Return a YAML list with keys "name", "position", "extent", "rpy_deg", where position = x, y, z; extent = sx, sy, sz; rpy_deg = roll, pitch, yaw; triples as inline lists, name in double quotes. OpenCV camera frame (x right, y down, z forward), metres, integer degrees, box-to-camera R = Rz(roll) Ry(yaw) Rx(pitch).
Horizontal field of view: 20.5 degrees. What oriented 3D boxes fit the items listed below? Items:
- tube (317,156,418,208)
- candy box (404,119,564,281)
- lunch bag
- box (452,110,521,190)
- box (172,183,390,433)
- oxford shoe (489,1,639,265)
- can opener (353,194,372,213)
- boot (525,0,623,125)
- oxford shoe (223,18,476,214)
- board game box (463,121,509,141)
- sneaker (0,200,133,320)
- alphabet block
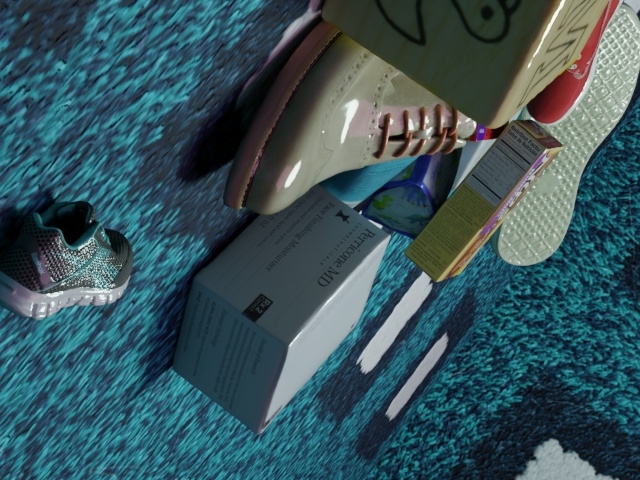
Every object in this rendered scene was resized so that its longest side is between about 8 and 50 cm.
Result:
- name: "tube"
  position: [0.049, -0.073, 1.735]
  extent: [0.080, 0.052, 0.207]
  rpy_deg: [-23, 176, -28]
- name: "candy box"
  position: [0.176, -0.044, 1.893]
  extent: [0.186, 0.053, 0.109]
  rpy_deg: [-50, 169, 14]
- name: "lunch bag"
  position: [0.108, -0.087, 1.921]
  extent: [0.151, 0.096, 0.128]
  rpy_deg: [122, -10, -69]
- name: "box"
  position: [0.179, -0.164, 2.053]
  extent: [0.130, 0.091, 0.170]
  rpy_deg: [-36, 158, -59]
- name: "box"
  position: [-0.041, 0.064, 1.770]
  extent: [0.181, 0.119, 0.182]
  rpy_deg: [-47, 166, -34]
- name: "oxford shoe"
  position: [0.340, -0.169, 2.604]
  extent: [0.130, 0.169, 0.449]
  rpy_deg: [-107, -152, -50]
- name: "can opener"
  position: [0.036, -0.061, 1.868]
  extent: [0.186, 0.059, 0.073]
  rpy_deg: [-61, 167, 25]
- name: "boot"
  position: [0.325, -0.262, 2.368]
  extent: [0.176, 0.088, 0.244]
  rpy_deg: [-25, 140, -66]
- name: "oxford shoe"
  position: [0.063, -0.130, 1.572]
  extent: [0.397, 0.146, 0.140]
  rpy_deg: [-45, 164, -39]
- name: "board game box"
  position: [0.168, -0.202, 1.831]
  extent: [0.147, 0.045, 0.193]
  rpy_deg: [-17, 114, -71]
- name: "sneaker"
  position: [-0.172, 0.006, 1.259]
  extent: [0.076, 0.065, 0.166]
  rpy_deg: [-63, 167, 18]
- name: "alphabet block"
  position: [0.148, -0.246, 1.489]
  extent: [0.193, 0.192, 0.197]
  rpy_deg: [-38, 158, -49]
